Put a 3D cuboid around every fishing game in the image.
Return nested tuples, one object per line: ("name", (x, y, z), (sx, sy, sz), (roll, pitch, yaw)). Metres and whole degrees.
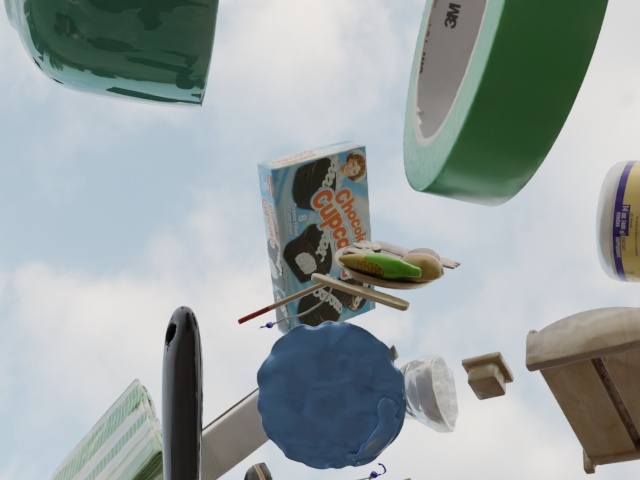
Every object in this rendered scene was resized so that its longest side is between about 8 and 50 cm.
("fishing game", (0.014, 0.184, 0.901), (0.189, 0.041, 0.264), (-26, -97, 11))

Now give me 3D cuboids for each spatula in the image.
("spatula", (-0.060, 0.172, 0.379), (0.030, 0.297, 0.084), (7, -29, -37))

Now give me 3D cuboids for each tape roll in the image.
("tape roll", (0.153, -0.195, 0.669), (0.077, 0.321, 0.321), (10, -68, -5))
("tape roll", (-0.145, 0.328, 1.294), (0.392, 0.392, 0.072), (-38, -95, 14))

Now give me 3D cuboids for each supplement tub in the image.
("supplement tub", (0.705, -0.029, 1.371), (0.331, 0.241, 0.241), (4, -61, 36))

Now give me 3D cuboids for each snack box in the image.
("snack box", (0.000, 0.000, 1.313), (0.187, 0.060, 0.322), (-18, -64, -27))

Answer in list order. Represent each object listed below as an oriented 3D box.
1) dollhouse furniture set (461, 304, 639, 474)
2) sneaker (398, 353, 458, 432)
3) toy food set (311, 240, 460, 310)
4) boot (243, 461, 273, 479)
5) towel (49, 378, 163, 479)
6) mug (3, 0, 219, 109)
("dollhouse furniture set", (0.398, 0.169, 0.889), (0.355, 0.174, 0.303), (-18, -60, 28))
("sneaker", (0.107, 0.228, 1.073), (0.169, 0.292, 0.108), (-7, -106, 12))
("toy food set", (0.082, 0.020, 0.858), (0.132, 0.192, 0.039), (16, -71, 23))
("boot", (-0.108, 0.380, 0.902), (0.136, 0.198, 0.077), (-9, -32, -11))
("towel", (-0.327, 0.348, 1.116), (0.038, 0.325, 0.248), (45, -99, -19))
("mug", (-0.100, -0.150, 0.372), (0.097, 0.129, 0.158), (5, -81, -13))
